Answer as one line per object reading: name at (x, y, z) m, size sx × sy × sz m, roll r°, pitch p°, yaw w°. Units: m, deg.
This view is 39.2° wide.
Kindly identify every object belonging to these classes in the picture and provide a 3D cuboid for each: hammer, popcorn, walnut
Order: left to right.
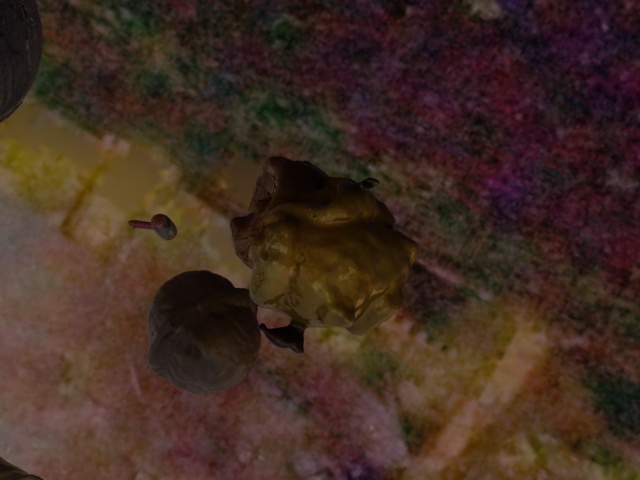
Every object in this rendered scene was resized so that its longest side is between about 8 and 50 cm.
hammer at (-0.269, -0.024, 1.419) m, size 0.083 × 0.031 × 0.052 m, roll 7°, pitch 152°, yaw 24°
walnut at (-0.231, 0.180, 1.784) m, size 0.248 × 0.248 × 0.248 m, roll 30°, pitch 177°, yaw 2°
popcorn at (0.000, 0.000, 1.375) m, size 0.297 × 0.281 × 0.316 m, roll -9°, pitch -125°, yaw -54°

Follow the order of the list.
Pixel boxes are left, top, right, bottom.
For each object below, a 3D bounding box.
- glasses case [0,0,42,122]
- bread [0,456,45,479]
glasses case at (-0.289, -0.085, 0.605) m, size 0.067 × 0.282 × 0.109 m, roll 25°, pitch 139°, yaw 16°
bread at (-0.544, 0.464, 1.315) m, size 0.341 × 0.300 × 0.210 m, roll -1°, pitch 123°, yaw 48°
